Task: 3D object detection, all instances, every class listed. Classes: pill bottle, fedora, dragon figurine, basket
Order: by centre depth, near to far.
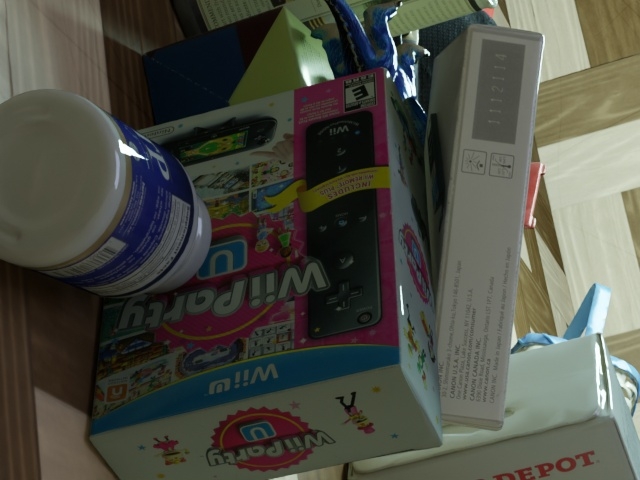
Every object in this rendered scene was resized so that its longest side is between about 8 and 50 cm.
[{"bbox_3d":[-0.143,-0.022,1.071,0.186,0.112,0.112,33,43,-69],"label":"pill bottle"},{"bbox_3d":[0.048,-0.116,1.382,0.289,0.085,0.144,49,29,-60],"label":"dragon figurine"},{"bbox_3d":[0.160,-0.211,2.155,0.334,0.152,0.334,0,90,-88],"label":"fedora"},{"bbox_3d":[0.329,0.229,2.289,0.289,0.201,0.255,-74,-177,-47],"label":"basket"}]

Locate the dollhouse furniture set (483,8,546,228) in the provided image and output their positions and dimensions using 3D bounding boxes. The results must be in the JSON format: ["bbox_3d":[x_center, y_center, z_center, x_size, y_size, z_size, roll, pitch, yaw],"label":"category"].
[{"bbox_3d":[0.252,-0.224,2.466,0.201,0.152,0.374,54,42,-51],"label":"dollhouse furniture set"}]

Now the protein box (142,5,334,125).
[{"bbox_3d":[-0.040,-0.067,1.450,0.201,0.136,0.200,29,47,-69],"label":"protein box"}]

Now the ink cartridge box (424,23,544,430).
[{"bbox_3d":[0.107,-0.001,1.321,0.261,0.066,0.296,141,-43,-82],"label":"ink cartridge box"}]

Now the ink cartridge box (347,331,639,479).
[{"bbox_3d":[0.225,0.317,1.747,0.160,0.279,0.385,-81,152,-59],"label":"ink cartridge box"}]

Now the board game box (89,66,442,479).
[{"bbox_3d":[-0.037,0.027,1.195,0.303,0.224,0.097,-92,162,-44],"label":"board game box"}]

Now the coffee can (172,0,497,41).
[{"bbox_3d":[0.010,-0.278,1.575,0.201,0.275,0.202,-15,90,-76],"label":"coffee can"}]
